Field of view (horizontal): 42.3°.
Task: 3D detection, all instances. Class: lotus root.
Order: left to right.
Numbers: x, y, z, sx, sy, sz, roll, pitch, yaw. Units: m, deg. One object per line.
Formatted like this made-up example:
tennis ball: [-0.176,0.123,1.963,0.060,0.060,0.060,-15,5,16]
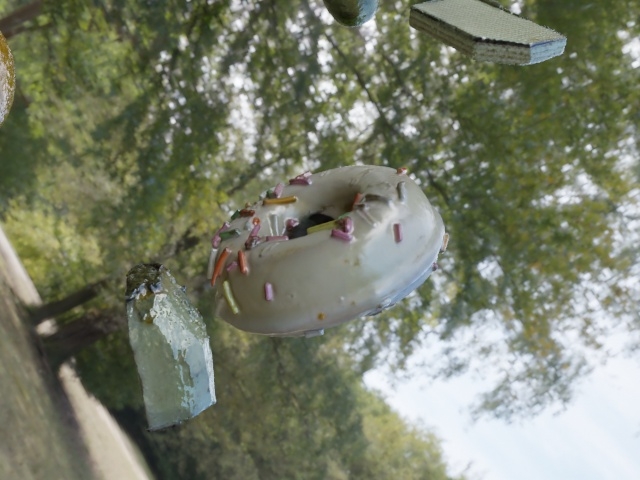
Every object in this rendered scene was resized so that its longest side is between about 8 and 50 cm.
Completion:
lotus root: [-0.140,0.094,0.778,0.143,0.070,0.144,-133,-146,-72]

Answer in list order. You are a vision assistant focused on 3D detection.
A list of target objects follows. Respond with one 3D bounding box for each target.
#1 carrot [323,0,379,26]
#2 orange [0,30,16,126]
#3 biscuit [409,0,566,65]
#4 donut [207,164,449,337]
carrot: [-0.013,-0.389,0.940,0.074,0.074,0.358,49,-5,41]
orange: [-0.628,-0.264,1.333,0.274,0.274,0.274,55,-17,26]
biscuit: [0.282,-0.359,1.422,0.252,0.150,0.052,42,-37,44]
donut: [0.000,0.000,1.273,0.383,0.383,0.142,33,-34,62]
